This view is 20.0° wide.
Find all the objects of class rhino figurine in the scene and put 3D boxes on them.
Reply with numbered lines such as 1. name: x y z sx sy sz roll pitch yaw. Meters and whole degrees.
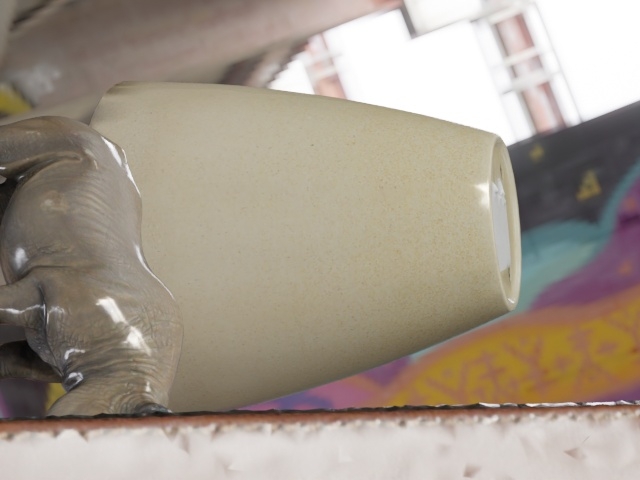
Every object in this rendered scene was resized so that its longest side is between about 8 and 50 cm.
1. rhino figurine: -0.122 0.036 0.862 0.106 0.243 0.073 -15 -34 -10

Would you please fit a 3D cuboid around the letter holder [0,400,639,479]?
1. letter holder: -0.050 0.166 0.426 0.302 0.214 0.152 1 -29 -24

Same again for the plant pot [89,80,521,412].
1. plant pot: 0.000 0.000 1.309 0.274 0.256 0.256 -4 -2 15
